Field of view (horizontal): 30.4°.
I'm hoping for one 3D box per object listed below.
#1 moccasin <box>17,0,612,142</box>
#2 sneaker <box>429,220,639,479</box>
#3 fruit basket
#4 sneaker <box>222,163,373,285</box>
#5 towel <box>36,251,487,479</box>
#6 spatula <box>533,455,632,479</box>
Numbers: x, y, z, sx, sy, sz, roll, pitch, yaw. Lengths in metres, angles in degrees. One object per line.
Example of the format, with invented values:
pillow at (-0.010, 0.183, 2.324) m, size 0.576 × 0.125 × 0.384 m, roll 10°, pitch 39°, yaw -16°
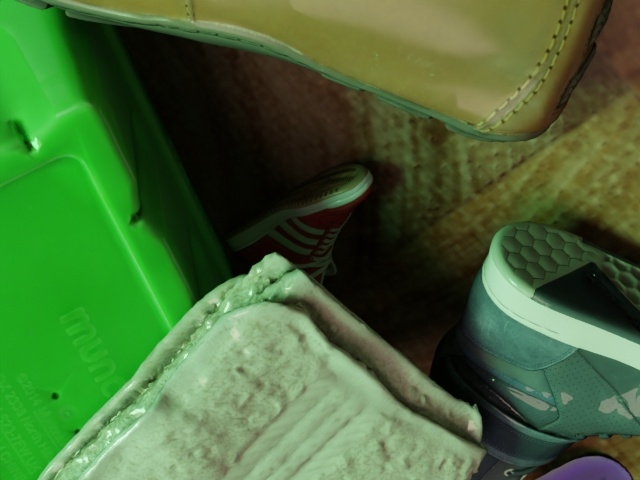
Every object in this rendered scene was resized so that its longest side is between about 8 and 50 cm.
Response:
moccasin at (-0.048, -0.166, 0.553) m, size 0.380 × 0.139 × 0.147 m, roll 21°, pitch 123°, yaw 13°
sneaker at (0.172, 0.097, 0.672) m, size 0.226 × 0.086 × 0.163 m, roll 26°, pitch 131°, yaw 3°
fruit basket at (-0.206, 0.027, 0.727) m, size 0.283 × 0.392 × 0.392 m, roll -28°, pitch 115°, yaw -10°
sneaker at (0.000, 0.000, 0.708) m, size 0.118 × 0.042 × 0.067 m, roll -23°, pitch 107°, yaw 43°
towel at (-0.056, 0.155, 0.608) m, size 0.187 × 0.049 × 0.282 m, roll 39°, pitch 95°, yaw -31°
spatula at (0.211, 0.265, 0.802) m, size 0.084 × 0.030 × 0.296 m, roll -29°, pitch 119°, yaw -3°
